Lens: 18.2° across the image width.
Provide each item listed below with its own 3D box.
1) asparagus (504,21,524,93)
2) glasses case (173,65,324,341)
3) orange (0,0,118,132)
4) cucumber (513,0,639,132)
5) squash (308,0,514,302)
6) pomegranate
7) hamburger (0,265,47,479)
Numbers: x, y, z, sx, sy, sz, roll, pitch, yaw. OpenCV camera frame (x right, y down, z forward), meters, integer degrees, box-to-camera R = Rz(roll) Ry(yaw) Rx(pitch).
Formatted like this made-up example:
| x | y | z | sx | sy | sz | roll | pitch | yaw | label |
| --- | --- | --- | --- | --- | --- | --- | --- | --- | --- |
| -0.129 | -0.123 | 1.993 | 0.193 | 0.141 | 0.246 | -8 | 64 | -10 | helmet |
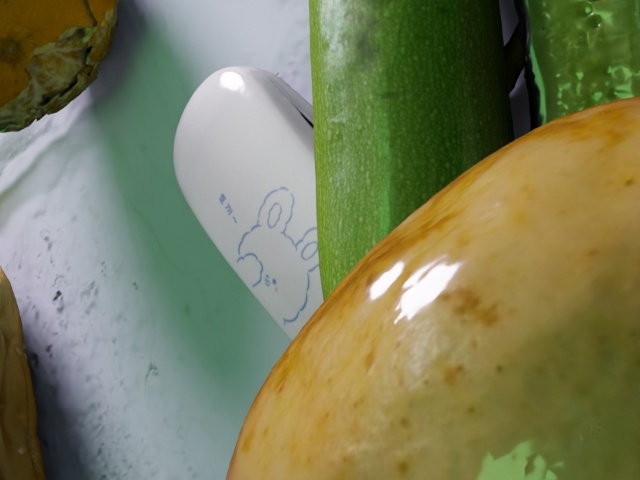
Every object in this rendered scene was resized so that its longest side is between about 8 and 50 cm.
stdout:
| x | y | z | sx | sy | sz | roll | pitch | yaw | label |
| --- | --- | --- | --- | --- | --- | --- | --- | --- | --- |
| 0.093 | -0.082 | 0.993 | 0.015 | 0.018 | 0.127 | 23 | 120 | -1 | asparagus |
| 0.000 | 0.000 | 1.064 | 0.233 | 0.059 | 0.092 | 50 | 122 | 27 | glasses case |
| -0.197 | -0.139 | 1.192 | 0.156 | 0.157 | 0.134 | -63 | 33 | 29 | orange |
| 0.129 | -0.114 | 0.930 | 0.078 | 0.062 | 0.211 | -8 | 81 | 12 | cucumber |
| 0.045 | -0.056 | 0.960 | 0.101 | 0.101 | 0.378 | -11 | 75 | 45 | squash |
| 0.135 | 0.120 | 0.762 | 0.338 | 0.338 | 0.338 | 6 | 98 | 45 | pomegranate |
| -0.286 | 0.146 | 1.296 | 0.319 | 0.158 | 0.318 | 5 | 97 | 45 | hamburger |
